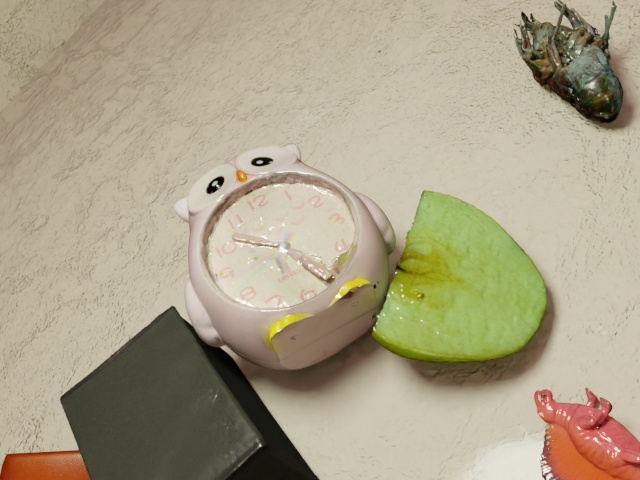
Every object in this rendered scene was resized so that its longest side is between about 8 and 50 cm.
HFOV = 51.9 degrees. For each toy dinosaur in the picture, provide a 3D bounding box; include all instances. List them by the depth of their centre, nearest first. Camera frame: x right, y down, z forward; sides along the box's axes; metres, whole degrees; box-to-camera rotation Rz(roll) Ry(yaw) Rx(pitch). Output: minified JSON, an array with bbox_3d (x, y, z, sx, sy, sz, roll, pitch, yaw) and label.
[{"bbox_3d":[0.372,0.298,0.828,0.139,0.070,0.286,-51,50,2],"label":"toy dinosaur"}]

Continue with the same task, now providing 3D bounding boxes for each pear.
[{"bbox_3d":[0.224,0.088,1.029,0.239,0.139,0.288,14,56,14],"label":"pear"}]

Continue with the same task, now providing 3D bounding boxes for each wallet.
[{"bbox_3d":[-0.461,0.437,1.154,0.204,0.045,0.142,-2,47,-5],"label":"wallet"}]

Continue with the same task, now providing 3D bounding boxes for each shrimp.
[{"bbox_3d":[0.466,-0.360,1.213,0.172,0.137,0.372,-31,54,19],"label":"shrimp"}]

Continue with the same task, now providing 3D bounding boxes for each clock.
[{"bbox_3d":[-0.068,0.024,1.133,0.368,0.250,0.376,-28,58,-8],"label":"clock"}]

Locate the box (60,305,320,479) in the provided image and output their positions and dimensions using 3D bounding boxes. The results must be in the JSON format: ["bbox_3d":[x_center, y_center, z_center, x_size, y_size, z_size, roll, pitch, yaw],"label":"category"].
[{"bbox_3d":[-0.212,0.322,1.046,0.251,0.204,0.345,-41,46,-5],"label":"box"}]
